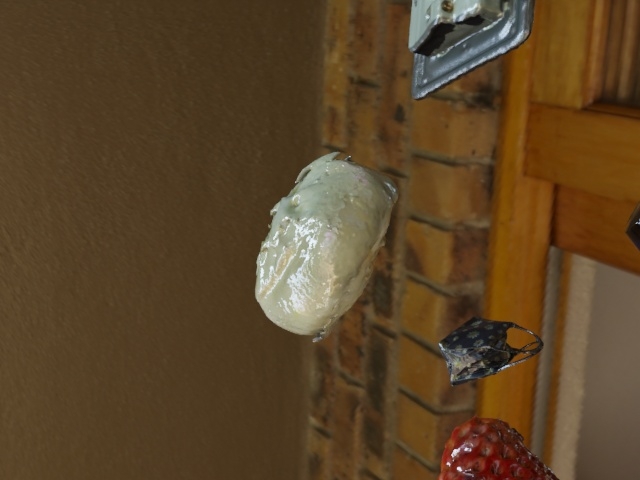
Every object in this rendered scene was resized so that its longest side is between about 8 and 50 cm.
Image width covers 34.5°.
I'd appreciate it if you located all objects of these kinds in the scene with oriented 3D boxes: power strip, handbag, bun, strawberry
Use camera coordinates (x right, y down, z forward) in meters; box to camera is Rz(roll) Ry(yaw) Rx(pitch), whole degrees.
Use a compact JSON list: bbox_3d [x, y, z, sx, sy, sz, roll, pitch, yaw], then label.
[{"bbox_3d":[0.188,-0.345,1.395,0.092,0.251,0.257,12,-108,-21],"label":"power strip"},{"bbox_3d":[0.257,0.159,1.485,0.115,0.139,0.072,-26,-75,-46],"label":"handbag"},{"bbox_3d":[0.000,0.000,1.279,0.141,0.239,0.239,26,-90,-6],"label":"bun"},{"bbox_3d":[0.248,0.382,1.437,0.150,0.253,0.280,35,-115,-46],"label":"strawberry"}]

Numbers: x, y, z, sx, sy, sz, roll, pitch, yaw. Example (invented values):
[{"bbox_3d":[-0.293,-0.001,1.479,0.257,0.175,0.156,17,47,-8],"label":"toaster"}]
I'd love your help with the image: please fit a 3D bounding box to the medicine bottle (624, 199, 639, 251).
[{"bbox_3d":[0.735,-0.003,1.722,0.395,0.242,0.242,30,-92,6],"label":"medicine bottle"}]
